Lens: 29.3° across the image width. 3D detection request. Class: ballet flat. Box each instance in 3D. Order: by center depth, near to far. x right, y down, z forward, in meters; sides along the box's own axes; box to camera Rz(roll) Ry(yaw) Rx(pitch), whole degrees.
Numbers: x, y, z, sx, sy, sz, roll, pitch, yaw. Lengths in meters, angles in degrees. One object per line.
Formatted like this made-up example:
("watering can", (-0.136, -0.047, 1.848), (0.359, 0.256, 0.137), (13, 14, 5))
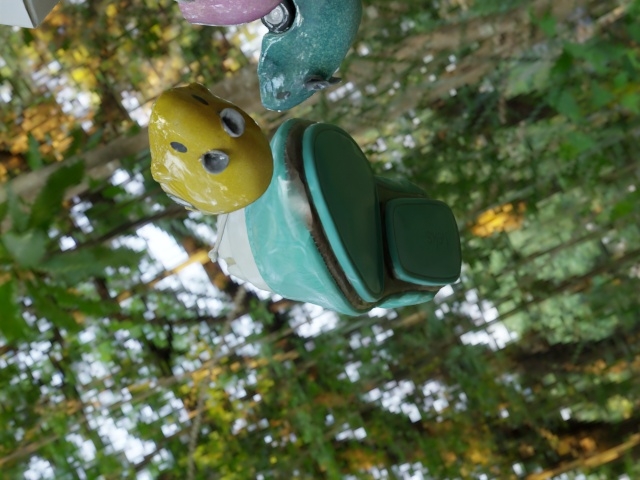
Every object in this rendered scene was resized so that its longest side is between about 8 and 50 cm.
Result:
("ballet flat", (0.000, 0.000, 0.595), (0.247, 0.087, 0.083), (18, -116, -69))

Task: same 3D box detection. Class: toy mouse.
("toy mouse", (-0.014, -0.078, 0.420), (0.143, 0.031, 0.161), (-64, -19, -16))

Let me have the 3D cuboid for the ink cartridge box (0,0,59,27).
("ink cartridge box", (-0.252, -0.228, 0.832), (0.086, 0.203, 0.148), (80, -151, -46))
